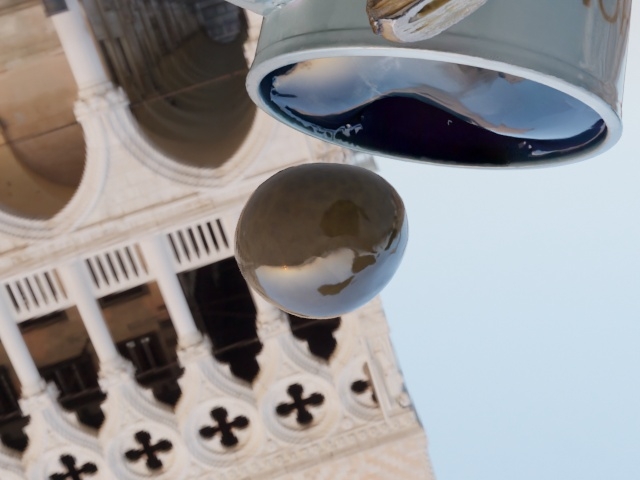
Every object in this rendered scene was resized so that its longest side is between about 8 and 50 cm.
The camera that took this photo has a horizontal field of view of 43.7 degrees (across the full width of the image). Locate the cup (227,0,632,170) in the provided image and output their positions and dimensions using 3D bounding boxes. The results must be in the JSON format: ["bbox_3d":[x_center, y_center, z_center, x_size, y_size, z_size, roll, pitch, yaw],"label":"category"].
[{"bbox_3d":[0.068,-0.240,0.586,0.331,0.311,0.257,10,172,-1],"label":"cup"}]

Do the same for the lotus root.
[{"bbox_3d":[0.060,-0.131,0.416,0.083,0.030,0.037,-32,-127,-5],"label":"lotus root"}]

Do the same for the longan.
[{"bbox_3d":[0.000,0.000,0.939,0.212,0.198,0.198,3,-156,22],"label":"longan"}]
